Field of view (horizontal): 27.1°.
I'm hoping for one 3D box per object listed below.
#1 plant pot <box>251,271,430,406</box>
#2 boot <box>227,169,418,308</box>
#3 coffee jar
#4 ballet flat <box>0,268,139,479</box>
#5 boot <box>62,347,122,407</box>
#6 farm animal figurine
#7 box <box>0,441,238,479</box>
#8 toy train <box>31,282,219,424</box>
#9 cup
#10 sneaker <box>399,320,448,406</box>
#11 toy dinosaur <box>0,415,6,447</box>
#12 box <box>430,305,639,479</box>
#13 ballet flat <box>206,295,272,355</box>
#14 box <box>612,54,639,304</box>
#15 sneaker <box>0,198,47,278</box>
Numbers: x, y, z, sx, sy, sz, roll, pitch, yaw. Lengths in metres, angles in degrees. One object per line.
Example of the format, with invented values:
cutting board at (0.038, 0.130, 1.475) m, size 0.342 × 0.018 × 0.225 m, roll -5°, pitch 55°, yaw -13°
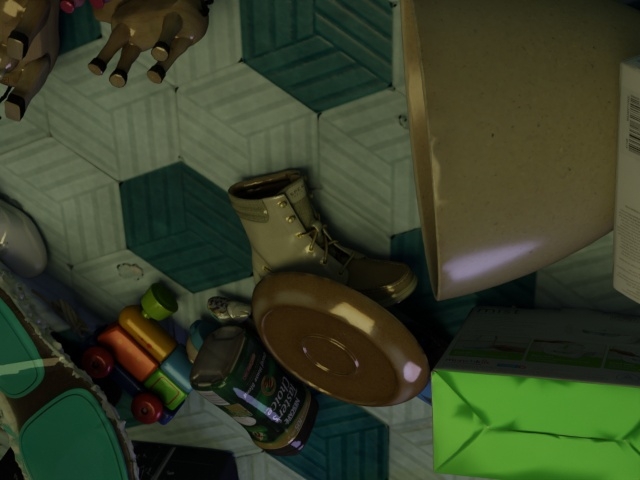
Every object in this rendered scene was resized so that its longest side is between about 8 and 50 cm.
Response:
plant pot at (0.016, 0.127, 1.578) m, size 0.236 × 0.032 × 0.236 m, roll 22°, pitch 146°, yaw 16°
boot at (0.000, 0.000, 1.555) m, size 0.213 × 0.077 × 0.165 m, roll 1°, pitch 122°, yaw 29°
coffee jar at (-0.079, 0.193, 1.675) m, size 0.079 × 0.096 × 0.184 m, roll -6°, pitch 141°, yaw 37°
ballet flat at (-0.342, 0.194, 1.689) m, size 0.147 × 0.147 × 0.409 m, roll -35°, pitch 84°, yaw 34°
boot at (-0.425, 0.166, 1.815) m, size 0.305 × 0.112 × 0.115 m, roll 35°, pitch 138°, yaw -6°
farm animal figurine at (-0.301, -0.268, 1.451) m, size 0.330 × 0.172 × 0.327 m, roll 33°, pitch 140°, yaw -12°
box at (-0.315, 0.437, 1.816) m, size 0.343 × 0.312 × 0.179 m, roll 3°, pitch 122°, yaw 18°
toy train at (-0.245, 0.107, 1.716) m, size 0.248 × 0.105 × 0.143 m, roll 44°, pitch 111°, yaw -4°
cup at (0.209, -0.118, 1.283) m, size 0.236 × 0.331 × 0.331 m, roll -6°, pitch 121°, yaw 1°
sneaker at (0.143, 0.172, 1.633) m, size 0.209 × 0.069 × 0.082 m, roll 41°, pitch 155°, yaw -17°
toy dinosaur at (-0.560, 0.180, 1.882) m, size 0.160 × 0.121 × 0.313 m, roll -33°, pitch 102°, yaw 22°
box at (0.271, 0.165, 1.455) m, size 0.261 × 0.231 × 0.127 m, roll 3°, pitch 105°, yaw 16°
ballet flat at (-0.089, 0.101, 1.680) m, size 0.114 × 0.041 × 0.041 m, roll 37°, pitch 127°, yaw -13°
box at (0.407, -0.097, 1.220) m, size 0.058 × 0.322 × 0.232 m, roll 40°, pitch 143°, yaw 49°
sneaker at (-0.438, -0.023, 1.695) m, size 0.080 × 0.094 × 0.212 m, roll -24°, pitch 111°, yaw 30°
